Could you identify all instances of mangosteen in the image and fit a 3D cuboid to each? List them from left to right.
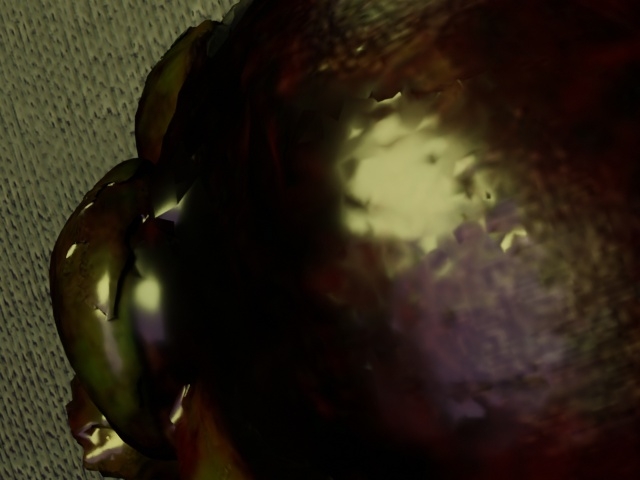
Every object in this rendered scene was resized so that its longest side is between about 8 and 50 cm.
[{"bbox_3d":[0.080,0.008,0.616,0.421,0.381,0.380,-14,95,46],"label":"mangosteen"}]
